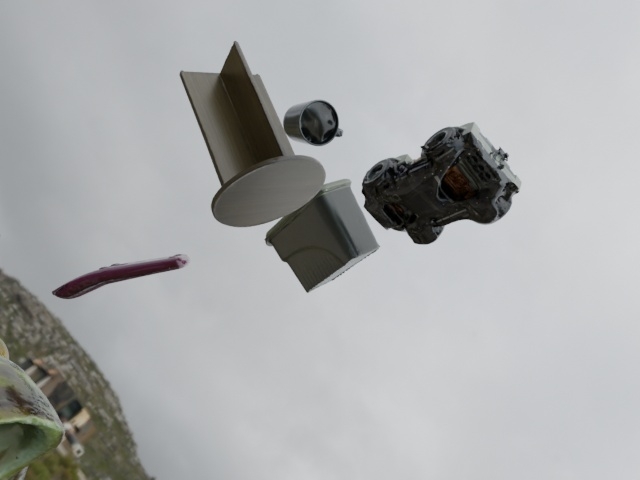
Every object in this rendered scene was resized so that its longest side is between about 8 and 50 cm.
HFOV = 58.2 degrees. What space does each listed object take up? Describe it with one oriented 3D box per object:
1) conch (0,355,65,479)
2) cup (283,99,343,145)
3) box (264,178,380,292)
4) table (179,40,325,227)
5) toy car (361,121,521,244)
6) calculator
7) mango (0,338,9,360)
[{"bbox_3d":[-0.275,0.156,0.391,0.124,0.181,0.187,38,-20,17],"label":"conch"},{"bbox_3d":[-0.010,-0.202,1.011,0.077,0.100,0.078,20,-87,60],"label":"cup"},{"bbox_3d":[0.000,0.000,1.333,0.274,0.138,0.178,-41,-105,51],"label":"box"},{"bbox_3d":[-0.111,-0.159,0.838,0.227,0.167,0.167,67,-28,21],"label":"table"},{"bbox_3d":[0.206,-0.103,1.075,0.193,0.118,0.301,43,-36,-21],"label":"toy car"},{"bbox_3d":[-0.295,0.048,0.873,0.126,0.190,0.034,180,-105,-81],"label":"calculator"},{"bbox_3d":[-0.584,0.236,0.944,0.115,0.165,0.089,61,-6,24],"label":"mango"}]
